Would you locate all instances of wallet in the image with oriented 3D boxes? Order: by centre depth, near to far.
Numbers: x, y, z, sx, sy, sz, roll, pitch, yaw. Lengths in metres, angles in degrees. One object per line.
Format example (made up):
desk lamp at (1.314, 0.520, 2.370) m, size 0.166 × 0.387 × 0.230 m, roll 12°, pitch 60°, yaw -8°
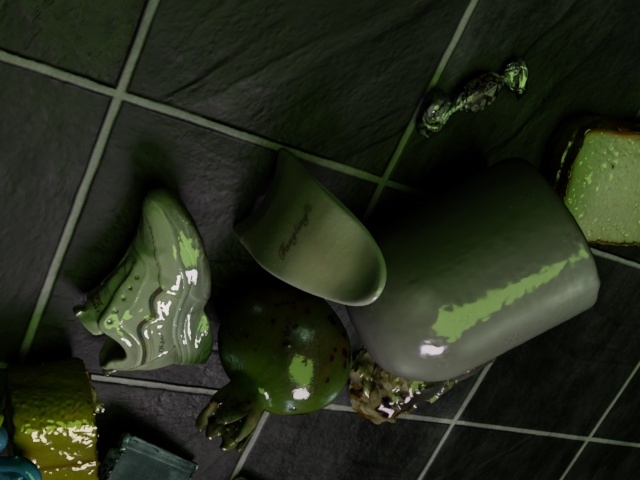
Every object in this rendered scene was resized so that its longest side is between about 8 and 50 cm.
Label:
wallet at (-0.376, 0.533, 1.394) m, size 0.342 × 0.075 × 0.237 m, roll -65°, pitch 147°, yaw -17°

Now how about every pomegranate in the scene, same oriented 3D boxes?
pomegranate at (-0.069, 0.224, 1.308) m, size 0.242 × 0.306 × 0.242 m, roll 8°, pitch 147°, yaw 5°

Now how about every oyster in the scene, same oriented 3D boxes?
oyster at (0.217, 0.272, 1.585) m, size 0.336 × 0.133 × 0.198 m, roll -25°, pitch 134°, yaw -5°

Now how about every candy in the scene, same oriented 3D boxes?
candy at (0.270, -0.253, 1.349) m, size 0.226 × 0.051 × 0.094 m, roll -27°, pitch 137°, yaw -7°

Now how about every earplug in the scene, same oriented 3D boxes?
earplug at (0.239, 0.070, 1.361) m, size 0.393 × 0.313 × 0.313 m, roll -27°, pitch 127°, yaw -7°

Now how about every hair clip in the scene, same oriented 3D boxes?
hair clip at (-0.010, -0.002, 1.219) m, size 0.173 × 0.282 × 0.113 m, roll -57°, pitch 169°, yaw 14°

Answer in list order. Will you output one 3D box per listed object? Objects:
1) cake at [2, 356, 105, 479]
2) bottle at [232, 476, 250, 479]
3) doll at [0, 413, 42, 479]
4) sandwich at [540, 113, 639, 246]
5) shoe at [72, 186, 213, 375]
cake at (-0.443, 0.320, 1.261) m, size 0.156 × 0.179 × 0.261 m, roll -3°, pitch 122°, yaw -24°
bottle at (-0.114, 0.571, 1.636) m, size 0.072 × 0.072 × 0.201 m, roll -46°, pitch 128°, yaw 5°
doll at (-0.583, 0.357, 1.156) m, size 0.345 × 0.099 × 0.342 m, roll 18°, pitch 120°, yaw 9°
sandwich at (0.577, -0.118, 1.547) m, size 0.300 × 0.099 × 0.272 m, roll 1°, pitch 113°, yaw -23°
shoe at (-0.288, 0.083, 1.222) m, size 0.210 × 0.132 × 0.342 m, roll -14°, pitch 127°, yaw -21°
